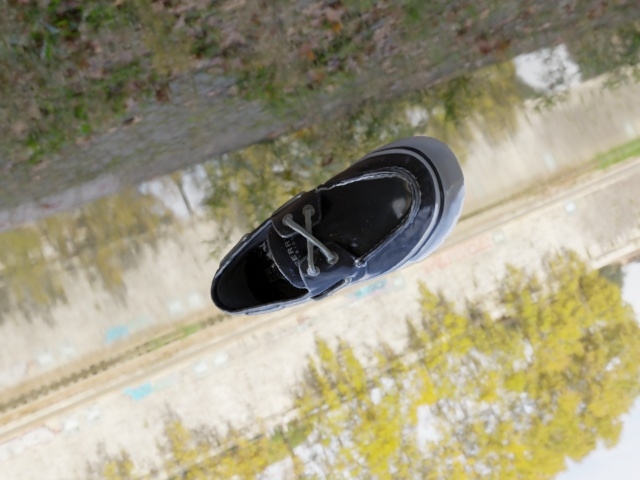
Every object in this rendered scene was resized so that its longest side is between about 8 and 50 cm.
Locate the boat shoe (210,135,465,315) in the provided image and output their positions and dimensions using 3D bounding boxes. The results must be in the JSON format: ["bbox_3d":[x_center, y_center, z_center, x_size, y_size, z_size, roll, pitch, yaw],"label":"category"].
[{"bbox_3d":[0.000,0.000,0.782,0.102,0.108,0.301,-19,175,-44],"label":"boat shoe"}]
